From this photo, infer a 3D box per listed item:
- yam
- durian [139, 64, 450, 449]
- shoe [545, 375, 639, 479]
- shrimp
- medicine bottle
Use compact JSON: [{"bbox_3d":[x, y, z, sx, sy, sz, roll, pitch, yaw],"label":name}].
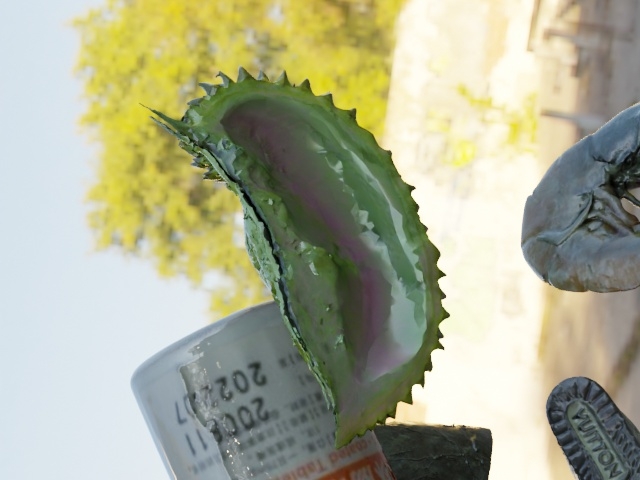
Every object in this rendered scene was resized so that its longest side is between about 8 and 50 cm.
[{"bbox_3d":[0.095,0.278,1.760,0.154,0.254,0.154,-170,90,-75],"label":"yam"},{"bbox_3d":[0.000,0.000,1.342,0.352,0.158,0.169,63,-156,11],"label":"durian"},{"bbox_3d":[0.371,0.304,1.806,0.293,0.109,0.149,66,-168,22],"label":"shoe"},{"bbox_3d":[0.287,-0.055,1.268,0.075,0.289,0.178,43,-156,-39],"label":"shrimp"},{"bbox_3d":[-0.028,0.259,1.517,0.371,0.211,0.211,64,180,10],"label":"medicine bottle"}]
